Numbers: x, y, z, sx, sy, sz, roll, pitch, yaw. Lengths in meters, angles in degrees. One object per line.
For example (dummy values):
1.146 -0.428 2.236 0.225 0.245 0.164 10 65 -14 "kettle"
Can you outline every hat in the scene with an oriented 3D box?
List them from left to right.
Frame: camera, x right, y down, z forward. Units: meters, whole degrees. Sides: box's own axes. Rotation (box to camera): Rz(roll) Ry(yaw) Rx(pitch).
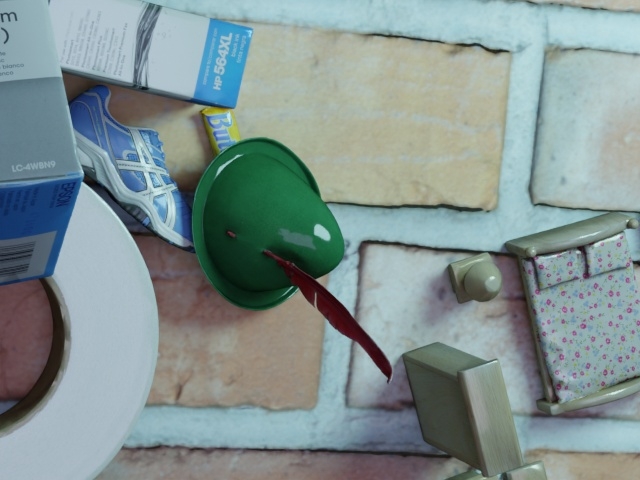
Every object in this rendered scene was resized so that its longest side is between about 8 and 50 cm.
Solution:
0.000 0.000 1.945 0.173 0.183 0.208 -54 126 -23 "hat"

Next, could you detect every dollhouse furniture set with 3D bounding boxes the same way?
0.292 0.146 2.084 0.356 0.174 0.303 -16 101 -15 "dollhouse furniture set"

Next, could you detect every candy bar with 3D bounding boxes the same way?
-0.088 -0.068 2.021 0.040 0.018 0.161 -19 102 -15 "candy bar"

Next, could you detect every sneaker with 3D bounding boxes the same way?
-0.179 -0.068 1.959 0.211 0.080 0.081 43 85 -18 "sneaker"

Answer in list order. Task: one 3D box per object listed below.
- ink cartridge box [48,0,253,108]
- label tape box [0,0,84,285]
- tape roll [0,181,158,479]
-0.187 -0.192 1.908 0.203 0.148 0.086 13 92 -19 "ink cartridge box"
-0.304 -0.161 1.738 0.115 0.249 0.347 -6 71 -16 "label tape box"
-0.355 0.094 1.922 0.392 0.072 0.392 -2 96 -17 "tape roll"
